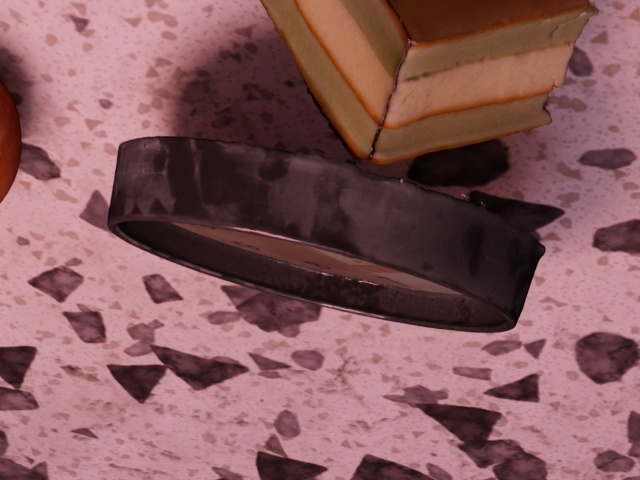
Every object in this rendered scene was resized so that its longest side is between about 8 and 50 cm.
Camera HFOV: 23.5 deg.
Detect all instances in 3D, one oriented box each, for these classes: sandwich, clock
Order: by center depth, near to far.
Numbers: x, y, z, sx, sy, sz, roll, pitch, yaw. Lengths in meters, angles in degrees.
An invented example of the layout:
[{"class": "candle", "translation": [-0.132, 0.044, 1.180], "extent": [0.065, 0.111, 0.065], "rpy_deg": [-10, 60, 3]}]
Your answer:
[{"class": "sandwich", "translation": [0.082, -0.198, 1.209], "extent": [0.198, 0.227, 0.155], "rpy_deg": [-15, 148, -26]}, {"class": "clock", "translation": [0.000, 0.000, 1.350], "extent": [0.386, 0.077, 0.386], "rpy_deg": [13, 171, 2]}]

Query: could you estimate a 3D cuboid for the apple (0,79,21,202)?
[{"class": "apple", "translation": [-0.373, -0.088, 1.401], "extent": [0.201, 0.162, 0.201], "rpy_deg": [5, 140, 4]}]
